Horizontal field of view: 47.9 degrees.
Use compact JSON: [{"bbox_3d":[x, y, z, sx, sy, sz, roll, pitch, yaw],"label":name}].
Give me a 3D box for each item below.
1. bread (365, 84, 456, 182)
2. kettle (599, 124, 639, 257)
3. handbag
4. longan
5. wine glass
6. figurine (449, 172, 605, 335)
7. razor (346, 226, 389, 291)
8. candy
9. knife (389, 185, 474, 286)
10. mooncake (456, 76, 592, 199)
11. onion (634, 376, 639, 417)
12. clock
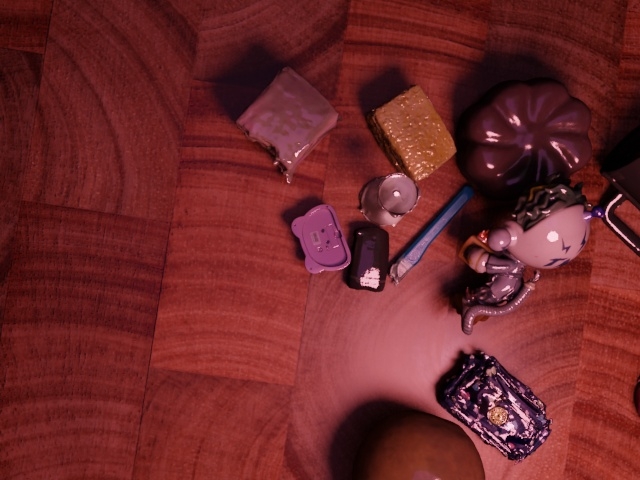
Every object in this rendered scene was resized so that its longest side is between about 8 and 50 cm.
[{"bbox_3d":[0.206,-0.241,1.639,0.138,0.102,0.196,-34,95,-2],"label":"bread"},{"bbox_3d":[0.806,-0.101,1.641,0.308,0.203,0.262,45,84,-6],"label":"kettle"},{"bbox_3d":[0.404,0.381,1.642,0.260,0.113,0.162,43,80,4],"label":"handbag"},{"bbox_3d":[0.207,0.518,1.544,0.297,0.297,0.297,0,89,-5],"label":"longan"},{"bbox_3d":[0.158,-0.093,1.592,0.122,0.183,0.122,0,89,-6],"label":"wine glass"},{"bbox_3d":[0.431,0.018,1.561,0.186,0.261,0.382,46,122,11],"label":"figurine"},{"bbox_3d":[0.112,0.042,1.650,0.090,0.054,0.147,7,89,-8],"label":"razor"},{"bbox_3d":[-0.068,-0.261,1.599,0.185,0.137,0.195,44,84,-3],"label":"candy"},{"bbox_3d":[0.258,-0.014,1.679,0.044,0.026,0.296,44,83,-6],"label":"knife"},{"bbox_3d":[0.465,-0.229,1.637,0.306,0.154,0.305,0,92,-4],"label":"mooncake"},{"bbox_3d":[0.836,0.358,1.648,0.208,0.200,0.200,-19,91,1],"label":"onion"},{"bbox_3d":[0.000,0.000,1.643,0.110,0.050,0.152,-20,90,-5],"label":"clock"}]
